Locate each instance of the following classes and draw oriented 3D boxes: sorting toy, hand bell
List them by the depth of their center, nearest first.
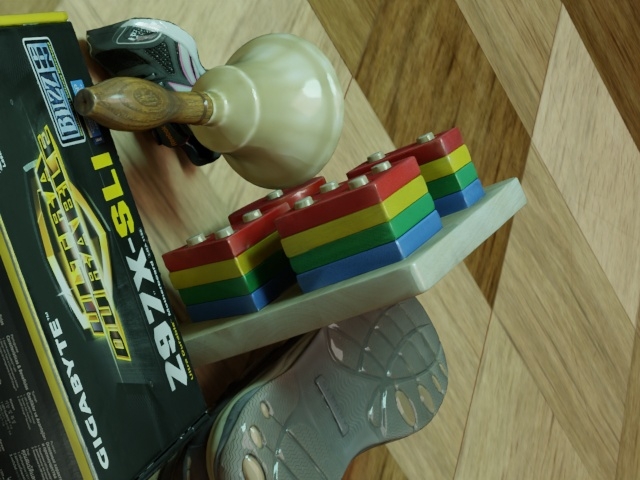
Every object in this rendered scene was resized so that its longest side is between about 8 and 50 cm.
[{"bbox_3d":[-0.097,-0.100,1.341,0.242,0.126,0.126,-3,78,-58],"label":"hand bell"},{"bbox_3d":[0.000,0.000,1.427,0.089,0.255,0.257,67,28,-7],"label":"sorting toy"}]

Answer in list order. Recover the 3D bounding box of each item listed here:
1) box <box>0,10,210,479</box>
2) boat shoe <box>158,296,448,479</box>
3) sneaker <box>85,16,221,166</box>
[{"bbox_3d":[-0.188,0.012,1.205,0.257,0.079,0.322,-37,109,-78],"label":"box"},{"bbox_3d":[-0.017,0.131,1.462,0.355,0.130,0.132,-27,96,-57],"label":"boat shoe"},{"bbox_3d":[-0.122,-0.118,1.466,0.178,0.072,0.077,32,51,-50],"label":"sneaker"}]
